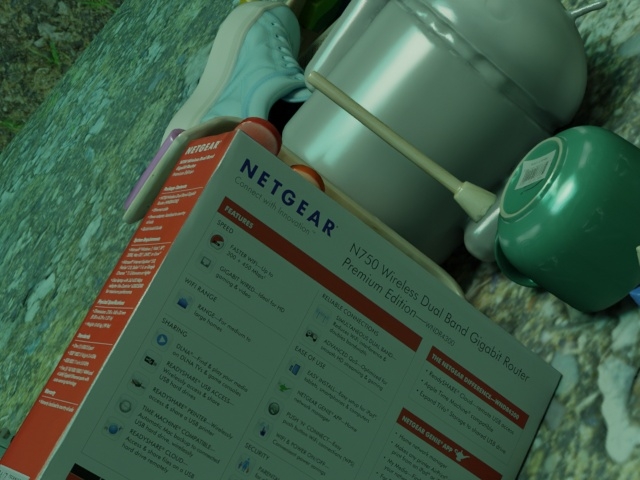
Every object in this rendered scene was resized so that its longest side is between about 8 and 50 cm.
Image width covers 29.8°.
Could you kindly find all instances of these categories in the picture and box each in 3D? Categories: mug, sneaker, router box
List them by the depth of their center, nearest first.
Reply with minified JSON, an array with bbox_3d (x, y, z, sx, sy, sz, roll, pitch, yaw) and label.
[{"bbox_3d":[-0.018,0.141,0.850,0.082,0.335,0.301,-4,53,59],"label":"router box"},{"bbox_3d":[0.191,-0.014,0.935,0.158,0.097,0.129,-51,16,21],"label":"mug"},{"bbox_3d":[-0.049,-0.145,1.314,0.150,0.135,0.366,2,42,15],"label":"sneaker"}]

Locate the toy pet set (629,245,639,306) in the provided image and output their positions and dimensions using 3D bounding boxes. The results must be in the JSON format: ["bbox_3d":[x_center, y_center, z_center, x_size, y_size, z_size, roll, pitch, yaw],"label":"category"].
[{"bbox_3d":[0.281,0.018,0.828,0.114,0.065,0.122,-25,18,-22],"label":"toy pet set"}]

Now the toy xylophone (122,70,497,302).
[{"bbox_3d":[0.000,0.000,1.019,0.236,0.322,0.081,-59,-1,36],"label":"toy xylophone"}]

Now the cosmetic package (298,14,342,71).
[{"bbox_3d":[0.004,-0.146,1.448,0.309,0.113,0.160,-38,30,31],"label":"cosmetic package"}]

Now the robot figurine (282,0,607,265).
[{"bbox_3d":[0.104,-0.117,1.119,0.353,0.200,0.300,-48,65,13],"label":"robot figurine"}]

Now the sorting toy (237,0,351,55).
[{"bbox_3d":[-0.030,-0.272,1.565,0.229,0.041,0.307,-47,-16,11],"label":"sorting toy"}]

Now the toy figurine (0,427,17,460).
[{"bbox_3d":[-0.488,0.277,1.669,0.209,0.213,0.148,-22,26,49],"label":"toy figurine"}]
